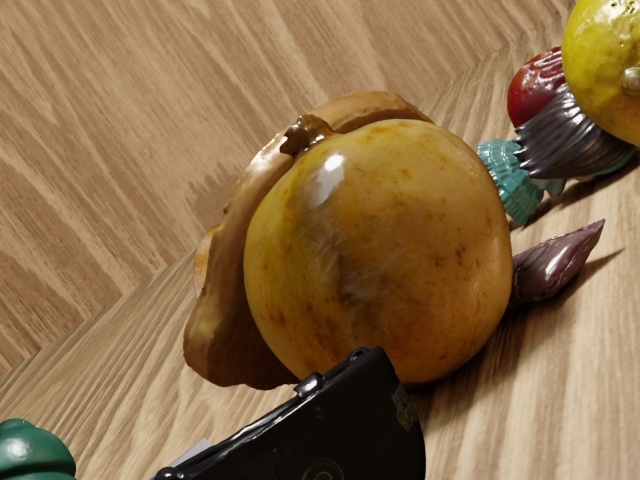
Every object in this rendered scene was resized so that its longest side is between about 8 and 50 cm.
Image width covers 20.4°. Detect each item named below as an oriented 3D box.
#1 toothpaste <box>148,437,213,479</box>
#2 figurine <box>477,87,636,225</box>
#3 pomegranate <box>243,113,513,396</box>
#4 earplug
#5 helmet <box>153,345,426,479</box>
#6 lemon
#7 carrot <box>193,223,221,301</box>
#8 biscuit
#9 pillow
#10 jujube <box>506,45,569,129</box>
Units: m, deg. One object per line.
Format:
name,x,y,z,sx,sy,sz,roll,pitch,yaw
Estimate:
toothpaste,-0.235,0.349,1.806,0.371,0.080,0.125,-41,-16,-12
figurine,0.271,-0.109,2.161,0.245,0.138,0.110,-33,-21,30
pomegranate,0.063,0.024,1.791,0.307,0.307,0.307,-34,8,6
earplug,-0.348,0.324,2.067,0.164,0.280,0.257,-16,-29,-2
helmet,-0.010,0.202,1.443,0.230,0.160,0.279,-34,-6,7
lemon,0.385,-0.216,1.979,0.236,0.236,0.263,-31,31,26
carrot,-0.019,0.033,2.367,0.254,0.196,0.196,-22,15,39
biscuit,-0.002,-0.001,2.029,0.385,0.062,0.365,-8,-58,-54
pillow,0.217,0.039,1.856,0.118,0.043,0.185,-47,10,-29
jujube,0.348,-0.184,2.242,0.230,0.155,0.155,-18,17,32
